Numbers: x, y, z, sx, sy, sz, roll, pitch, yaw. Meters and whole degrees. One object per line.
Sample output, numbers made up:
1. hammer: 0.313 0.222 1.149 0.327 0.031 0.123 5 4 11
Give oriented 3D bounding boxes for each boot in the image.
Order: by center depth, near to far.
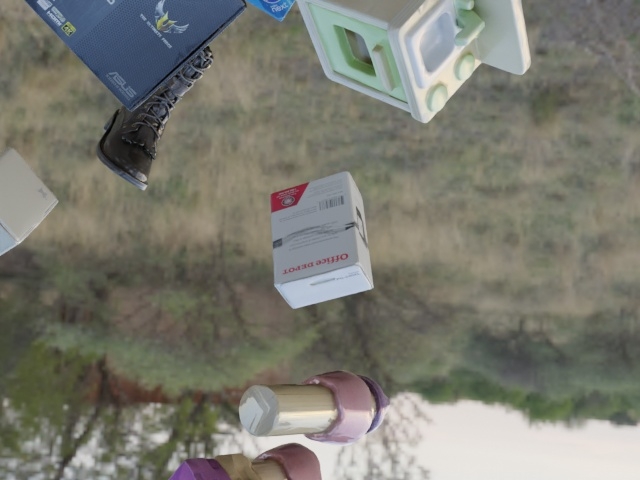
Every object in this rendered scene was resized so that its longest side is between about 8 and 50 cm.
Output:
1. boot: -0.256 -0.223 1.713 0.091 0.229 0.263 34 -159 -29

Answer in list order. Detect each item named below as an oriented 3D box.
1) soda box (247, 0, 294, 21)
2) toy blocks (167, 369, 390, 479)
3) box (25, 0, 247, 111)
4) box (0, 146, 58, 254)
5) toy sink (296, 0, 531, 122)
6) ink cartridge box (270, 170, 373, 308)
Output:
1. soda box: -0.049 -0.413 1.568 0.067 0.210 0.071 29 131 -12
2. toy blocks: 0.004 0.304 0.937 0.309 0.288 0.260 -47 151 21
3. box: -0.225 -0.291 1.198 0.232 0.183 0.059 48 -171 -17
4. box: -0.468 -0.003 1.340 0.275 0.094 0.113 -28 -160 29
5. toy sink: 0.104 -0.242 1.238 0.234 0.131 0.153 28 157 34
6. ink cartridge box: 0.000 0.000 1.336 0.109 0.150 0.063 -15 141 13
